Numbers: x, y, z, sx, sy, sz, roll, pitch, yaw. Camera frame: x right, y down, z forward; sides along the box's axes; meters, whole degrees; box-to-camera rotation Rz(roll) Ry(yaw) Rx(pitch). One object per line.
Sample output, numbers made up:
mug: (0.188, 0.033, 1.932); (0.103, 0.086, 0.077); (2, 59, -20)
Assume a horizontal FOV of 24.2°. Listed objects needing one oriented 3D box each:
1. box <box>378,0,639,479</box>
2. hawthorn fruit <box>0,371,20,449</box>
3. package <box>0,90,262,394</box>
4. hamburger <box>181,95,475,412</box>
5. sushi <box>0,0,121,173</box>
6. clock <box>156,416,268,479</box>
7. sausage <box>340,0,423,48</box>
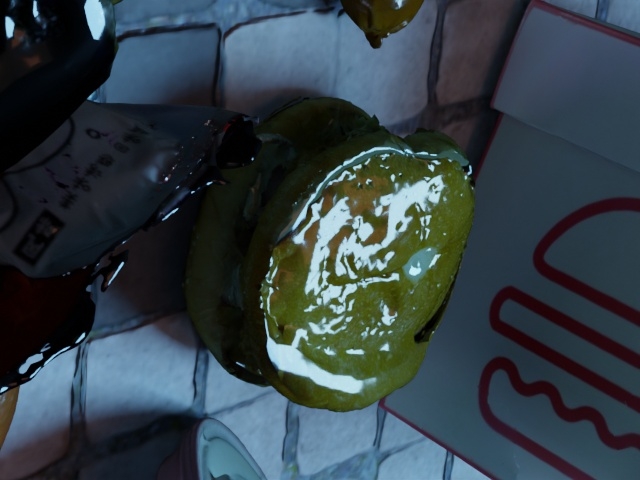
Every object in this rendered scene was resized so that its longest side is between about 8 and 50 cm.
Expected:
box: (0.279, 0.052, 0.994); (0.314, 0.312, 0.300); (11, 104, -49)
hawthorn fruit: (-0.196, 0.070, 0.674); (0.128, 0.128, 0.128); (-23, 127, -36)
package: (-0.155, -0.002, 0.626); (0.269, 0.194, 0.071); (-45, 132, -35)
hamburger: (0.000, 0.000, 0.844); (0.177, 0.113, 0.185); (-44, 129, -11)
sushi: (-0.135, -0.139, 0.527); (0.204, 0.200, 0.213); (-27, 129, -14)
clock: (-0.023, 0.215, 0.851); (0.056, 0.244, 0.244); (-23, 134, 4)
sausage: (0.047, -0.195, 0.818); (0.062, 0.054, 0.183); (-52, 157, -73)
